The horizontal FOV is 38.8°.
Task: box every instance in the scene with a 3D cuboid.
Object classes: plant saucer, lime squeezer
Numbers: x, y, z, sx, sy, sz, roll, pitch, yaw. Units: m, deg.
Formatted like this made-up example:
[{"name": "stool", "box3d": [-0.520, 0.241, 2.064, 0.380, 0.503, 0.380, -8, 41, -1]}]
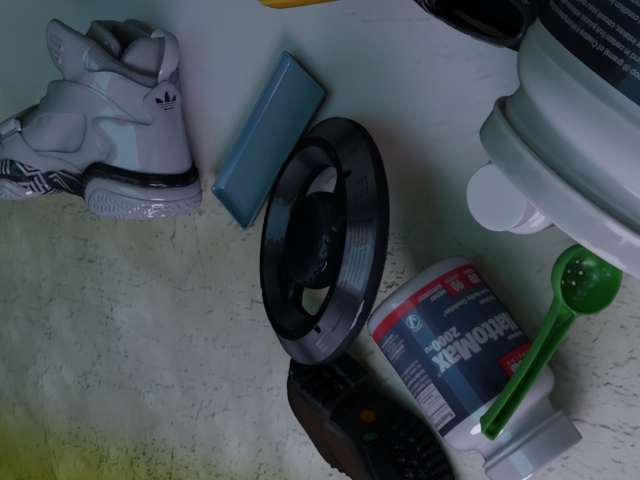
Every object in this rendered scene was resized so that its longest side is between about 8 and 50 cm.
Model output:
[{"name": "plant saucer", "box3d": [-0.053, -0.099, 0.934, 0.067, 0.018, 0.192, 49, 127, 22]}, {"name": "lime squeezer", "box3d": [0.225, 0.018, 0.656, 0.059, 0.110, 0.310, 46, 115, -8]}]

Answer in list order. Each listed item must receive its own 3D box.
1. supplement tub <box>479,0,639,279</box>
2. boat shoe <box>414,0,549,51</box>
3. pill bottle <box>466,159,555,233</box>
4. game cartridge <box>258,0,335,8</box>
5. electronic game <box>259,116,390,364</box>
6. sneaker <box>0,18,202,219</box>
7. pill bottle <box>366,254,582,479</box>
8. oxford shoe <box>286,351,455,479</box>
[{"name": "supplement tub", "box3d": [0.238, -0.125, 0.525, 0.191, 0.191, 0.272, 46, 117, 24]}, {"name": "boat shoe", "box3d": [0.106, -0.213, 0.730, 0.206, 0.065, 0.075, 41, 124, 28]}, {"name": "pill bottle", "box3d": [0.163, -0.041, 0.683, 0.067, 0.120, 0.067, 12, 109, 40]}, {"name": "game cartridge", "box3d": [0.072, -0.354, 0.674, 0.285, 0.052, 0.324, -2, 98, 23]}, {"name": "electronic game", "box3d": [0.000, 0.000, 0.839, 0.229, 0.048, 0.229, -31, 55, 59]}, {"name": "sneaker", "box3d": [-0.285, -0.151, 1.055, 0.365, 0.137, 0.210, 11, 107, 34]}, {"name": "pill bottle", "box3d": [0.130, 0.112, 0.759, 0.180, 0.108, 0.108, 54, 130, 17]}, {"name": "oxford shoe", "box3d": [0.051, 0.204, 0.886, 0.227, 0.083, 0.096, 49, 147, 22]}]
